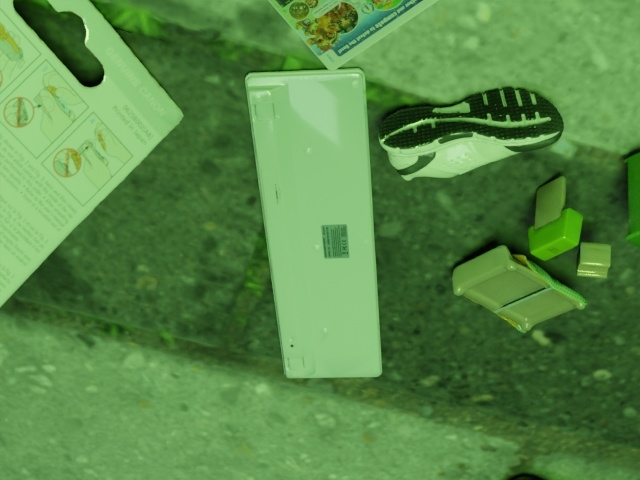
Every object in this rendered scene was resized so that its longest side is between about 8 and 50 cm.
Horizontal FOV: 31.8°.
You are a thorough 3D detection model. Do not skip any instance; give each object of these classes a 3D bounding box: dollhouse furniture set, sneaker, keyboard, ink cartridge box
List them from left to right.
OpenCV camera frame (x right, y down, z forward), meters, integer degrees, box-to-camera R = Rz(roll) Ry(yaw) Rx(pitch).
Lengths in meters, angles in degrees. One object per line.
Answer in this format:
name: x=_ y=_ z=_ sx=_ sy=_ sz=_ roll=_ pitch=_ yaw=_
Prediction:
ink cartridge box: x=-0.218 y=-0.054 z=0.632 sx=0.232 sy=0.066 sz=0.189 roll=-51 pitch=129 yaw=-15
keyboard: x=0.000 y=0.000 z=0.743 sx=0.072 sy=0.014 sz=0.256 roll=-5 pitch=129 yaw=1
sneaker: x=0.091 y=-0.062 z=0.676 sx=0.109 sy=0.040 sz=0.044 roll=-5 pitch=145 yaw=11
dollhouse furniture set: x=0.158 y=0.000 z=0.727 sx=0.076 sy=0.059 sz=0.151 roll=27 pitch=145 yaw=-26

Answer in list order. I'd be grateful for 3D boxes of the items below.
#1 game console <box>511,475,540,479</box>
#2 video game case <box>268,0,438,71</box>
game console: x=0.247 y=0.324 z=0.978 sx=0.250 sy=0.173 sz=0.293 roll=34 pitch=129 yaw=16
video game case: x=0.003 y=-0.159 z=0.615 sx=0.087 sy=0.011 sz=0.122 roll=-31 pitch=121 yaw=24
